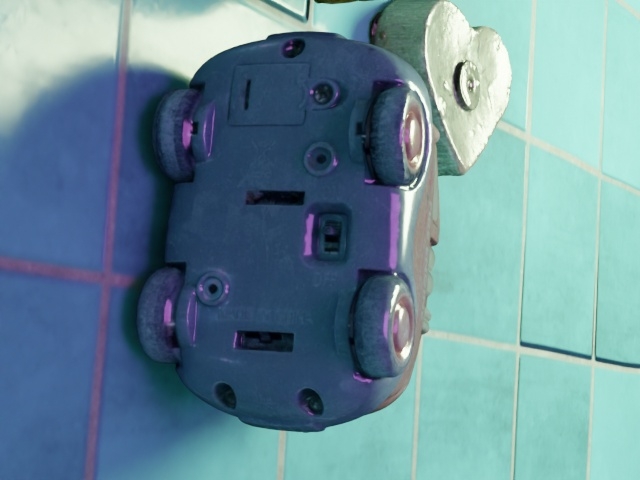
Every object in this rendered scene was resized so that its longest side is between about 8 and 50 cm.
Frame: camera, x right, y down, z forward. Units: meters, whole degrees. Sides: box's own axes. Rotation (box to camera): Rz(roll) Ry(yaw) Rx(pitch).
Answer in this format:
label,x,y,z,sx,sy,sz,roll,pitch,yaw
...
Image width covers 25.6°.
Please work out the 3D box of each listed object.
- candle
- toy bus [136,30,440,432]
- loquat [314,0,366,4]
label,x,y,z,sx,sy,sz,roll,pitch,yaw
candle,0.119,-0.146,1.389,0.192,0.068,0.169,14,79,-55
toy bus,0.000,0.000,1.084,0.232,0.197,0.294,23,69,-67
loquat,0.037,-0.316,1.130,0.213,0.213,0.246,39,56,-52
